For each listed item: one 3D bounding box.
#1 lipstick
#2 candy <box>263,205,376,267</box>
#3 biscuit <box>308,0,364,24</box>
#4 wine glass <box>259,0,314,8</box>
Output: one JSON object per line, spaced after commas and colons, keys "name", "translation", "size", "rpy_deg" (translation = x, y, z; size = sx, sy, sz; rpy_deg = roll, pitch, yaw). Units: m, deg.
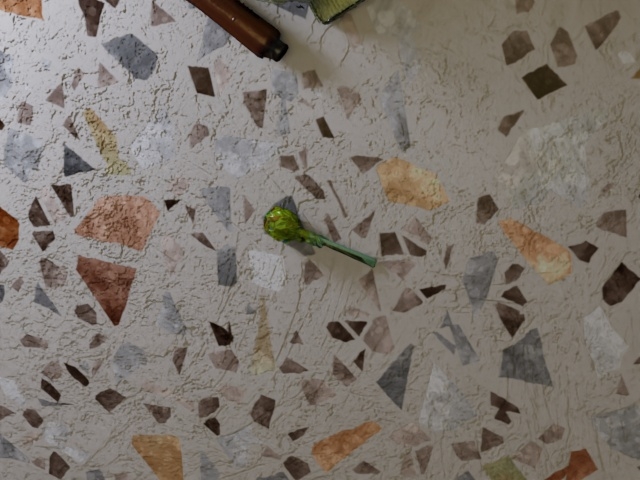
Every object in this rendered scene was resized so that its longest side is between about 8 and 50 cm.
{"name": "lipstick", "translation": [-0.242, -0.501, 1.297], "size": [0.418, 0.077, 0.077], "rpy_deg": [37, 109, -2]}
{"name": "candy", "translation": [-0.001, 0.002, 1.401], "size": [0.262, 0.077, 0.073], "rpy_deg": [23, 93, -4]}
{"name": "biscuit", "translation": [0.071, -0.540, 1.239], "size": [0.250, 0.046, 0.147], "rpy_deg": [-29, 97, 18]}
{"name": "wine glass", "translation": [-0.059, -0.593, 1.096], "size": [0.191, 0.190, 0.357], "rpy_deg": [19, 130, 5]}
